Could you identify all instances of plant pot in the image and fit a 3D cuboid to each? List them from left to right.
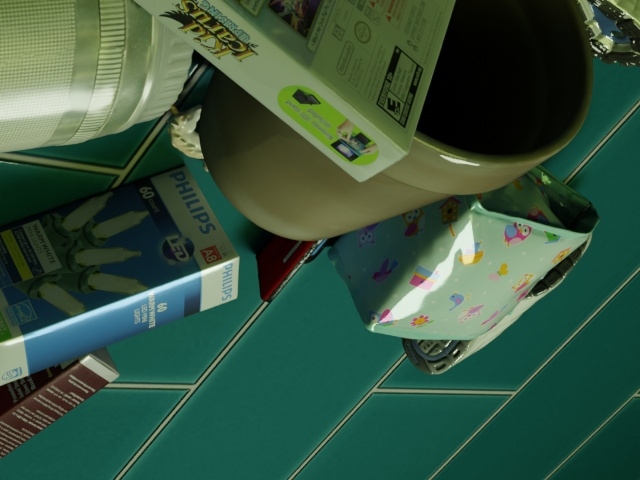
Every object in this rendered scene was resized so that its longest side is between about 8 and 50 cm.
[{"bbox_3d":[0.037,-0.144,1.464,0.323,0.323,0.280,-6,157,-36],"label":"plant pot"}]

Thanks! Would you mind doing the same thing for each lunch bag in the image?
[{"bbox_3d":[0.180,0.006,1.907,0.262,0.160,0.223,12,128,-42],"label":"lunch bag"}]

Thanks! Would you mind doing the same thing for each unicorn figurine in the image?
[{"bbox_3d":[-0.094,-0.099,1.602,0.111,0.060,0.162,-15,153,-7],"label":"unicorn figurine"}]

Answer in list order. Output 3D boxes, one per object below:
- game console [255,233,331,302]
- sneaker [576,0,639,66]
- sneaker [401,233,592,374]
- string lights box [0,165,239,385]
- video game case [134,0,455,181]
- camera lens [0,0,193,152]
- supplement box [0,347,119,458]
[{"bbox_3d":[0.000,0.000,1.814,0.085,0.124,0.144,25,121,-24],"label":"game console"},{"bbox_3d":[0.258,-0.313,1.569,0.330,0.130,0.147,44,63,-45],"label":"sneaker"},{"bbox_3d":[0.235,0.057,2.108,0.297,0.111,0.129,-40,164,22],"label":"sneaker"},{"bbox_3d":[-0.225,0.033,1.609,0.260,0.133,0.076,-21,147,-18],"label":"string lights box"},{"bbox_3d":[-0.010,-0.217,1.226,0.244,0.269,0.061,39,136,-22],"label":"video game case"},{"bbox_3d":[-0.258,-0.173,1.198,0.274,0.219,0.219,-10,143,-32],"label":"camera lens"},{"bbox_3d":[-0.343,0.148,1.676,0.239,0.130,0.073,-36,149,5],"label":"supplement box"}]
